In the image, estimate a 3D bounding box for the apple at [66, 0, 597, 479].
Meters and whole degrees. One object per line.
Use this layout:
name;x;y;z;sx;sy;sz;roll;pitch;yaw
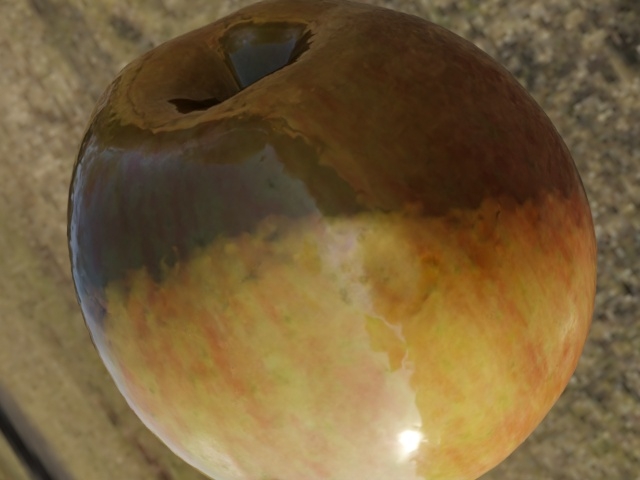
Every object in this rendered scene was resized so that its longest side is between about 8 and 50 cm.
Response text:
apple;0.000;0.000;1.162;0.391;0.391;0.346;37;160;52
